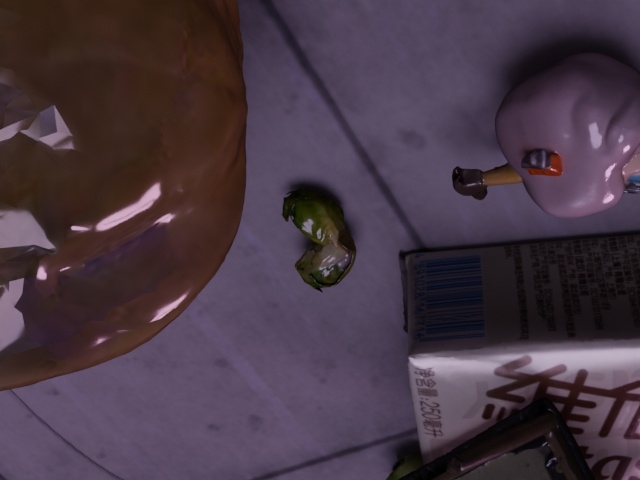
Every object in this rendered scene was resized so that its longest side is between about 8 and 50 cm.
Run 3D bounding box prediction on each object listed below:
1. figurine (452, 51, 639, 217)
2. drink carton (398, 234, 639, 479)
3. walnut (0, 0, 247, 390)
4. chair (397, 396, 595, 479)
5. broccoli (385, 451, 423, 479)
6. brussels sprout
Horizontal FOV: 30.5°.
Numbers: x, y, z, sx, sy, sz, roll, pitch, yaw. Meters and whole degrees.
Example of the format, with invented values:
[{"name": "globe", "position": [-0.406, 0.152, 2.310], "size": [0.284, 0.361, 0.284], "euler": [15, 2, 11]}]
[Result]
[{"name": "figurine", "position": [0.206, -0.070, 0.794], "size": [0.229, 0.137, 0.111], "euler": [2, 97, -1]}, {"name": "drink carton", "position": [0.228, 0.106, 0.924], "size": [0.325, 0.132, 0.194], "euler": [-6, 130, 8]}, {"name": "walnut", "position": [-0.226, -0.075, 0.677], "size": [0.384, 0.383, 0.383], "euler": [3, 129, 3]}, {"name": "chair", "position": [0.135, 0.225, 0.851], "size": [0.188, 0.272, 0.166], "euler": [-37, 73, 30]}, {"name": "broccoli", "position": [0.204, 0.263, 1.065], "size": [0.304, 0.145, 0.164], "euler": [19, 125, 6]}, {"name": "brussels sprout", "position": [0.001, -0.001, 0.909], "size": [0.051, 0.046, 0.083], "euler": [-10, 127, 5]}]
